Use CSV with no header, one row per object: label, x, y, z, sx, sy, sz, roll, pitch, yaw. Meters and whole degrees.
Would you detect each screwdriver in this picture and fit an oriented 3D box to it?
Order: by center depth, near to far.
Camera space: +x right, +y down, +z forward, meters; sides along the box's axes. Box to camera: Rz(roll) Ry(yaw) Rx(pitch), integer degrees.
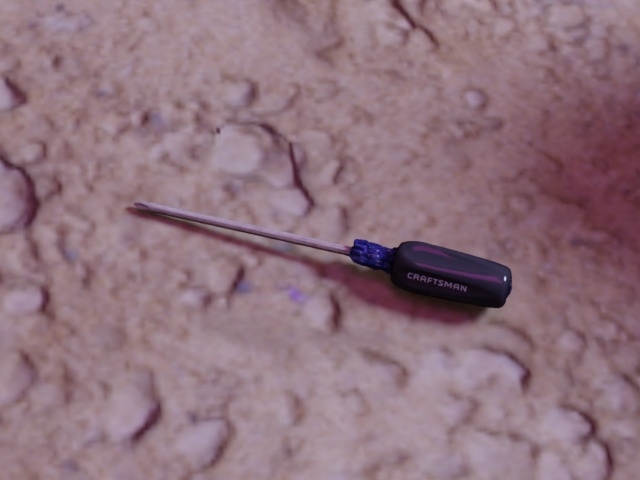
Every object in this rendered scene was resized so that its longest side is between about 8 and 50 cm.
screwdriver,0.000,0.000,0.732,0.170,0.025,0.024,16,56,5
